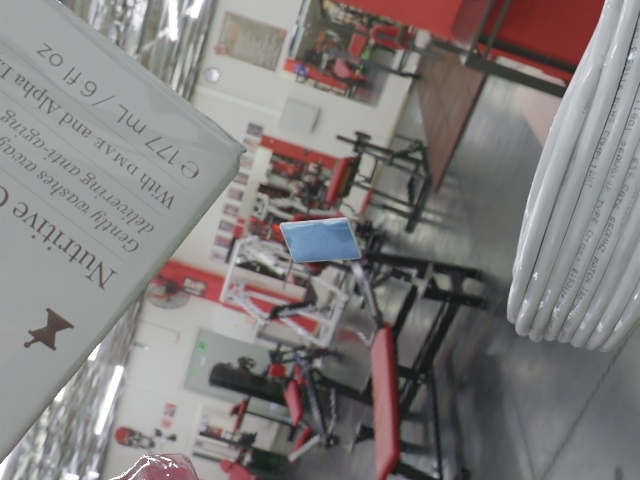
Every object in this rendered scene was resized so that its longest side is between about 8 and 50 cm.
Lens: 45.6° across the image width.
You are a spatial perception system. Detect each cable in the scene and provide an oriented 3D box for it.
[{"bbox_3d":[0.195,-0.049,0.488,0.257,0.089,0.257,-64,-18,-17],"label":"cable"}]

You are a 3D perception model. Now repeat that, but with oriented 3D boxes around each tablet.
[{"bbox_3d":[0.000,0.000,0.829,0.006,0.083,0.054,-63,-40,-48],"label":"tablet"}]

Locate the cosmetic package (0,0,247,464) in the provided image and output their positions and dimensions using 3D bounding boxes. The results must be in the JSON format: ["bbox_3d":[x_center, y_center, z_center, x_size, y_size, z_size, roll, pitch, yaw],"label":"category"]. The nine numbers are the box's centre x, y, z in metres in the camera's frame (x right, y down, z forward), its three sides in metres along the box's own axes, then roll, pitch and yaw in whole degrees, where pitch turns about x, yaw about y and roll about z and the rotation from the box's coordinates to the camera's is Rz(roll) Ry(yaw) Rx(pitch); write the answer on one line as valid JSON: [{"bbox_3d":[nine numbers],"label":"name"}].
[{"bbox_3d":[-0.244,0.043,0.398,0.385,0.217,0.156,-54,11,-7],"label":"cosmetic package"}]

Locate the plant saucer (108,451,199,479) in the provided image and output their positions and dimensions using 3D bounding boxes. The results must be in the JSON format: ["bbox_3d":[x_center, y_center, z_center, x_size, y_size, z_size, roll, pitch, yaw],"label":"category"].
[{"bbox_3d":[-0.111,0.282,0.394,0.332,0.084,0.332,-177,90,-74],"label":"plant saucer"}]
